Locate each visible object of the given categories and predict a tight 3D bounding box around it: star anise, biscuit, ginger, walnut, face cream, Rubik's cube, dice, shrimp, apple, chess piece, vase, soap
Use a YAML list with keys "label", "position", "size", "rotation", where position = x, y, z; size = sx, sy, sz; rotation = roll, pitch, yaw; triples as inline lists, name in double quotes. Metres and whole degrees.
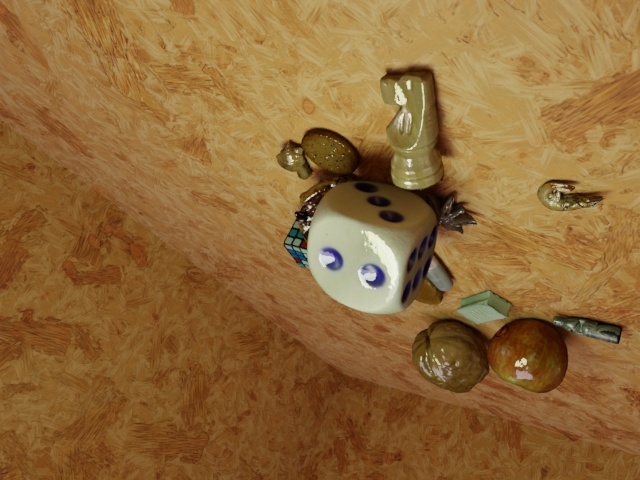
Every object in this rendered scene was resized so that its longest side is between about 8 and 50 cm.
- label: "star anise"
  position: [0.364, -0.076, 1.578]
  size: [0.182, 0.065, 0.195]
  rotation: [29, 146, -10]
- label: "biscuit"
  position: [0.029, -0.263, 1.593]
  size: [0.187, 0.027, 0.188]
  rotation: [22, 158, 9]
- label: "ginger"
  position: [-0.087, -0.245, 1.706]
  size: [0.096, 0.067, 0.165]
  rotation: [-3, 149, 13]
- label: "walnut"
  position: [0.578, 0.513, 2.330]
  size: [0.343, 0.306, 0.306]
  rotation: [31, 158, -26]
- label: "face cream"
  position: [0.414, 0.109, 1.933]
  size: [0.084, 0.057, 0.198]
  rotation: [3, 145, 44]
- label: "Rubik's cube"
  position: [0.000, 0.000, 1.988]
  size: [0.182, 0.187, 0.184]
  rotation: [14, 157, 27]
- label: "biscuit"
  position: [0.069, -0.075, 1.756]
  size: [0.289, 0.081, 0.334]
  rotation: [-22, 127, 17]
- label: "dice"
  position: [0.151, 0.016, 1.540]
  size: [0.304, 0.277, 0.304]
  rotation: [20, 125, 24]
- label: "shrimp"
  position: [0.601, -0.112, 1.287]
  size: [0.162, 0.045, 0.095]
  rotation: [0, 125, 57]
- label: "apple"
  position: [0.778, 0.419, 1.985]
  size: [0.277, 0.250, 0.309]
  rotation: [19, -178, -19]
- label: "chess piece"
  position: [0.223, -0.269, 1.276]
  size: [0.137, 0.137, 0.301]
  rotation: [15, 142, 27]
- label: "biscuit"
  position: [0.333, 0.142, 2.097]
  size: [0.376, 0.051, 0.269]
  rotation: [39, 157, -27]
- label: "vase"
  position: [0.893, 0.292, 1.792]
  size: [0.211, 0.060, 0.060]
  rotation: [13, 154, 34]
- label: "soap"
  position: [0.617, 0.257, 2.013]
  size: [0.114, 0.063, 0.198]
  rotation: [31, 157, -5]
